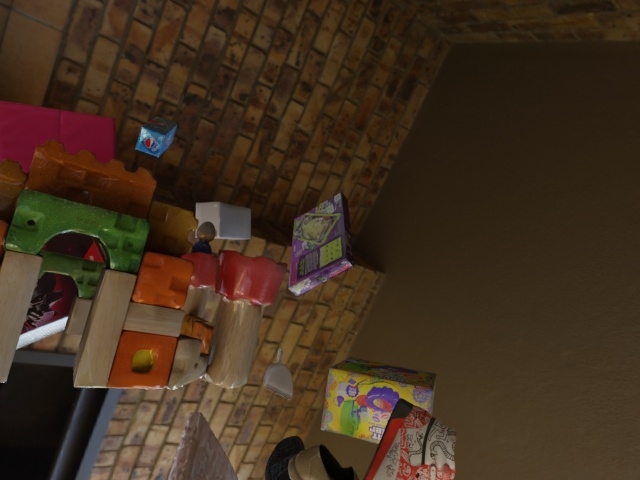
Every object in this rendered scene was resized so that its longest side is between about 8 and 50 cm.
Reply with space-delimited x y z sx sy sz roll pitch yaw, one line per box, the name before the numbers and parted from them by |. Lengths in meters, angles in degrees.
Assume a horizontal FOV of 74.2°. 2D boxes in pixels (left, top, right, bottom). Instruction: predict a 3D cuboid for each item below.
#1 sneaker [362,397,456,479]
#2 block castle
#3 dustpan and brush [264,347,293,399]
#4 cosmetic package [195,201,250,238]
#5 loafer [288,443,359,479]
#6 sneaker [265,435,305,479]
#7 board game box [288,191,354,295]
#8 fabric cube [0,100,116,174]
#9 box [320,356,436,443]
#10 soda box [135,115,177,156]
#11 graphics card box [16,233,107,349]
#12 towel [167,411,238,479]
sneaker | 0.161 0.443 0.782 0.270 0.145 0.090 -54 161 -34
block castle | -0.296 0.020 0.495 0.303 0.454 0.212 0 -104 57
dustpan and brush | -0.168 0.536 1.752 0.060 0.147 0.211 -25 -141 37
cosmetic package | -0.346 -0.067 1.531 0.107 0.238 0.127 0 -93 20
loafer | 0.029 0.294 0.481 0.050 0.148 0.056 -53 172 13
sneaker | -0.060 0.671 1.085 0.295 0.124 0.178 -88 162 -69
board game box | 0.000 0.000 1.343 0.208 0.056 0.346 -25 -145 19
fabric cube | -0.698 -0.186 1.112 0.254 0.259 0.257 -3 -91 51
box | 0.187 0.478 1.270 0.290 0.279 0.176 7 -96 17
soda box | -0.492 -0.318 1.282 0.210 0.067 0.071 -108 -139 -64
graphics card box | -0.600 0.089 0.790 0.232 0.371 0.094 61 -28 10
towel | -0.278 0.627 0.967 0.331 0.054 0.316 -91 170 -57
